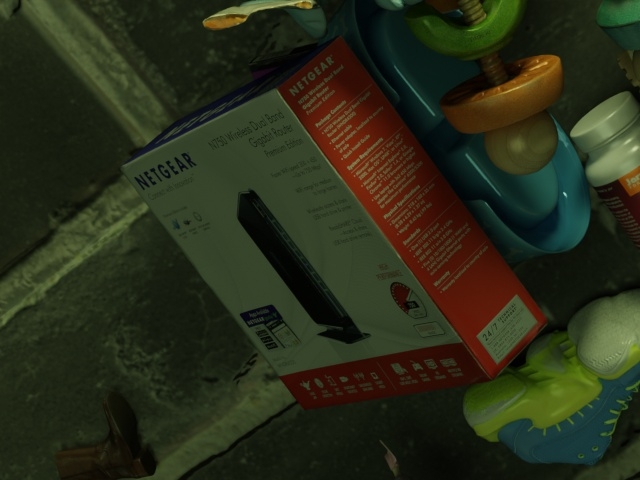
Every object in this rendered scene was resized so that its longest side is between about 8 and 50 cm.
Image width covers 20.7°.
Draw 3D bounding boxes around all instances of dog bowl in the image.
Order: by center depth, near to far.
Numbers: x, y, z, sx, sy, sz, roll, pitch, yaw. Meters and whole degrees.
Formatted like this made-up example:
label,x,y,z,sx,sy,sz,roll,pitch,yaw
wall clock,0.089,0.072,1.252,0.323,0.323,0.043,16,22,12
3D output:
label,x,y,z,sx,sy,sz,roll,pitch,yaw
dog bowl,0.112,-0.101,1.522,0.074,0.166,0.297,-32,102,40

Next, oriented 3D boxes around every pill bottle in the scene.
label,x,y,z,sx,sy,sz,roll,pitch,yaw
pill bottle,0.287,-0.051,1.524,0.086,0.086,0.152,-33,101,28

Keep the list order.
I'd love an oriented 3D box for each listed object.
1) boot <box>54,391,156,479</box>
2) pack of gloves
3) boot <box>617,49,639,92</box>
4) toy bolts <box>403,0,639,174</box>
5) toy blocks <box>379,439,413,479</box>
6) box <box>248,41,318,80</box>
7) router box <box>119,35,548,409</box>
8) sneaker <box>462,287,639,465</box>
label,x,y,z,sx,sy,sz,roll,pitch,yaw
boot,-0.243,0.217,1.855,0.114,0.037,0.106,-14,107,28
pack of gloves,0.031,-0.177,1.345,0.195,0.232,0.046,-7,102,11
boot,0.336,-0.124,1.493,0.085,0.059,0.158,-40,96,24
toy bolts,0.201,-0.168,1.440,0.229,0.218,0.158,-22,107,7
toy blocks,0.159,0.356,1.707,0.309,0.260,0.288,-26,136,2
box,0.013,-0.104,1.622,0.116,0.029,0.162,-10,109,23
router box,0.000,0.000,1.549,0.301,0.082,0.335,53,152,-10
sneaker,0.258,0.135,1.636,0.240,0.091,0.126,-27,122,26
